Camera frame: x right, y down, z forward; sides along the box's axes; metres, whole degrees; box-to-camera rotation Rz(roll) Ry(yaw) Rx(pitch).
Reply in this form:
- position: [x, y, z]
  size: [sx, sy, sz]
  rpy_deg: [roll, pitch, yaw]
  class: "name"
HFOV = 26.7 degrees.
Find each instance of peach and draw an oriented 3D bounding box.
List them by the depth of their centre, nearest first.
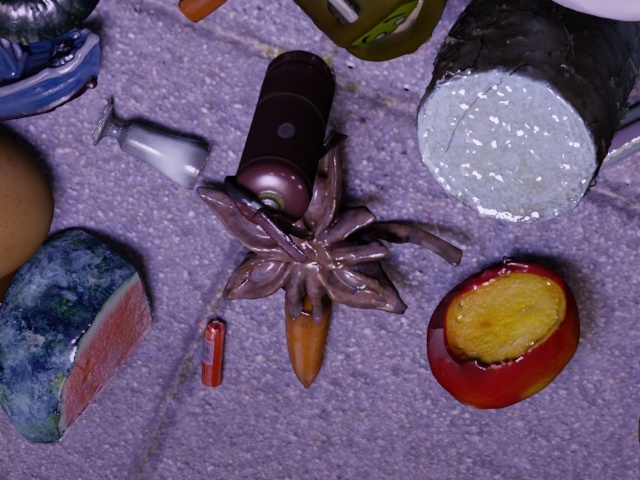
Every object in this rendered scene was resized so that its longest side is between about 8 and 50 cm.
- position: [0.256, 0.128, 1.873]
  size: [0.196, 0.190, 0.226]
  rpy_deg: [35, 131, 0]
  class: "peach"

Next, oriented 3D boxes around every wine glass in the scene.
- position: [-0.231, -0.129, 1.837]
  size: [0.155, 0.072, 0.072]
  rpy_deg: [24, 126, -7]
  class: "wine glass"

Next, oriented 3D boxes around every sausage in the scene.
- position: [-0.122, -0.323, 1.692]
  size: [0.131, 0.041, 0.039]
  rpy_deg: [-31, 111, 28]
  class: "sausage"
- position: [-0.164, 0.169, 2.070]
  size: [0.034, 0.034, 0.129]
  rpy_deg: [9, 127, 3]
  class: "sausage"

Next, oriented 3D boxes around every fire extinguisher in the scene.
- position: [-0.037, -0.101, 1.655]
  size: [0.141, 0.341, 0.105]
  rpy_deg: [26, 127, -12]
  class: "fire extinguisher"

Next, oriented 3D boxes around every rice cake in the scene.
- position: [0.385, -0.132, 1.726]
  size: [0.221, 0.080, 0.042]
  rpy_deg: [-27, 115, 25]
  class: "rice cake"

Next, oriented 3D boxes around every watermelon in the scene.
- position: [-0.341, 0.148, 1.953]
  size: [0.148, 0.318, 0.226]
  rpy_deg: [10, 178, 38]
  class: "watermelon"

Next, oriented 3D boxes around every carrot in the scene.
- position: [-0.018, 0.151, 2.018]
  size: [0.072, 0.072, 0.205]
  rpy_deg: [5, 132, 6]
  class: "carrot"

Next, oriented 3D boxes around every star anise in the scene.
- position: [-0.001, -0.001, 1.872]
  size: [0.349, 0.109, 0.292]
  rpy_deg: [-23, 118, 26]
  class: "star anise"

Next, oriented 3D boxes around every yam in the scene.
- position: [0.248, -0.172, 1.583]
  size: [0.241, 0.348, 0.241]
  rpy_deg: [8, 120, 15]
  class: "yam"

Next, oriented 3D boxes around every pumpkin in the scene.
- position: [-0.358, -0.344, 1.628]
  size: [0.211, 0.152, 0.212]
  rpy_deg: [0, 84, -4]
  class: "pumpkin"

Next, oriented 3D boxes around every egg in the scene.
- position: [-0.525, -0.047, 1.831]
  size: [0.322, 0.250, 0.250]
  rpy_deg: [3, 130, -19]
  class: "egg"

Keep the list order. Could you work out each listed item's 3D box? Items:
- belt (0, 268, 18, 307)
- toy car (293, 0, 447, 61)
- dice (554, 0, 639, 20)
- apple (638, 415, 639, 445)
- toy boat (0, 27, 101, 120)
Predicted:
- position: [-0.561, 0.132, 2.060]
  size: [0.338, 0.122, 0.217]
  rpy_deg: [-2, 124, 9]
  class: "belt"
- position: [0.038, -0.311, 1.576]
  size: [0.204, 0.198, 0.248]
  rpy_deg: [-34, 116, 28]
  class: "toy car"
- position: [0.359, -0.391, 1.431]
  size: [0.259, 0.251, 0.243]
  rpy_deg: [5, 128, 5]
  class: "dice"
- position: [0.583, 0.280, 1.892]
  size: [0.264, 0.264, 0.264]
  rpy_deg: [5, 127, 6]
  class: "apple"
- position: [-0.428, -0.237, 1.752]
  size: [0.309, 0.129, 0.142]
  rpy_deg: [-5, 139, 14]
  class: "toy boat"
